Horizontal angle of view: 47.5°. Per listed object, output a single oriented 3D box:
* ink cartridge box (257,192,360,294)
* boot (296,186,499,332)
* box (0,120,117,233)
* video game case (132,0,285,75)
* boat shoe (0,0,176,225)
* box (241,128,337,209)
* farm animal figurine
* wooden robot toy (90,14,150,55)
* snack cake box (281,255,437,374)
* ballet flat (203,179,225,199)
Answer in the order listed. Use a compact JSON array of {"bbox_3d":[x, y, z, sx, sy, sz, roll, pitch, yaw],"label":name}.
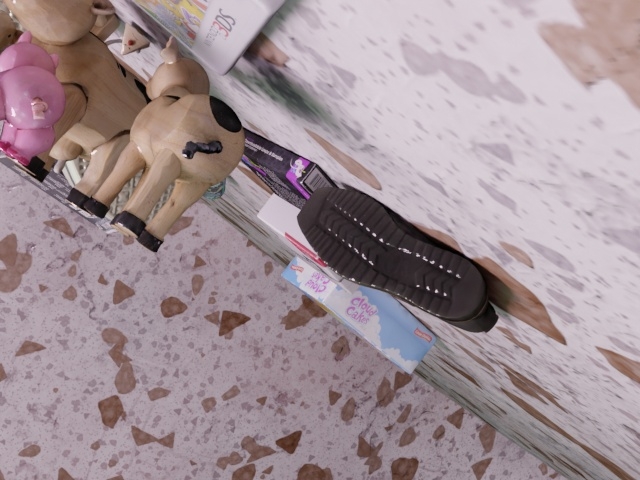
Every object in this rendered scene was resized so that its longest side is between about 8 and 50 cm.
[{"bbox_3d":[0.000,0.000,0.947,0.109,0.063,0.150,35,173,29],"label":"ink cartridge box"},{"bbox_3d":[0.077,0.030,0.707,0.198,0.077,0.137,36,179,27],"label":"boot"},{"bbox_3d":[-0.432,-0.184,1.323,0.076,0.242,0.307,-8,155,19],"label":"box"},{"bbox_3d":[-0.127,-0.193,0.424,0.227,0.026,0.206,40,174,-13],"label":"video game case"},{"bbox_3d":[-0.376,-0.203,1.106,0.156,0.187,0.500,35,167,42],"label":"boat shoe"},{"bbox_3d":[-0.031,-0.066,0.803,0.162,0.029,0.116,30,170,45],"label":"box"},{"bbox_3d":[-0.201,-0.134,0.598,0.330,0.172,0.327,34,170,0],"label":"farm animal figurine"},{"bbox_3d":[-0.257,-0.219,0.736,0.173,0.079,0.076,37,174,10],"label":"wooden robot toy"},{"bbox_3d":[0.072,0.120,1.308,0.264,0.089,0.152,42,174,-34],"label":"snack cake box"},{"bbox_3d":[-0.247,-0.153,1.335,0.188,0.070,0.070,37,174,-5],"label":"ballet flat"}]
